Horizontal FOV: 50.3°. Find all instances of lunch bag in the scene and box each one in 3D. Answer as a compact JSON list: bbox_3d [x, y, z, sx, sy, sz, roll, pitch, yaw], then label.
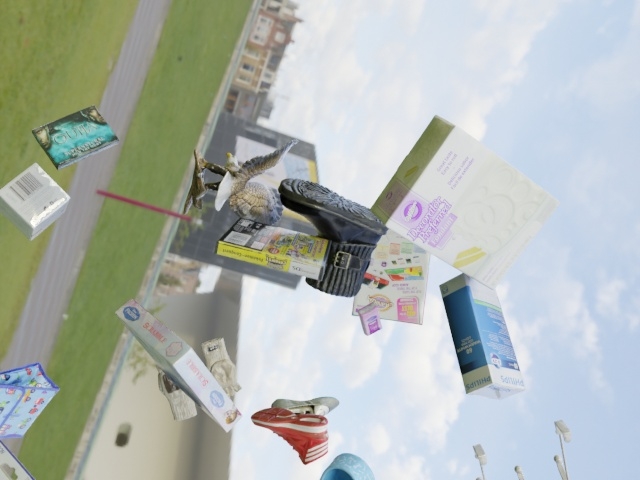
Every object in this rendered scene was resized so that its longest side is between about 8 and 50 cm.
[{"bbox_3d":[-1.020,0.513,2.150,0.221,0.138,0.293,-51,160,7],"label":"lunch bag"}]

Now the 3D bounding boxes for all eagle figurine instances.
[{"bbox_3d":[-0.197,-0.165,1.814,0.226,0.298,0.225,146,-57,-61],"label":"eagle figurine"}]

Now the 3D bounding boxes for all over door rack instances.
[{"bbox_3d":[0.526,0.598,1.764,0.108,0.239,0.324,-107,180,-58],"label":"over door rack"}]

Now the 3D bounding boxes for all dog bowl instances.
[{"bbox_3d":[0.049,0.780,2.038,0.165,0.074,0.297,34,-70,28],"label":"dog bowl"}]

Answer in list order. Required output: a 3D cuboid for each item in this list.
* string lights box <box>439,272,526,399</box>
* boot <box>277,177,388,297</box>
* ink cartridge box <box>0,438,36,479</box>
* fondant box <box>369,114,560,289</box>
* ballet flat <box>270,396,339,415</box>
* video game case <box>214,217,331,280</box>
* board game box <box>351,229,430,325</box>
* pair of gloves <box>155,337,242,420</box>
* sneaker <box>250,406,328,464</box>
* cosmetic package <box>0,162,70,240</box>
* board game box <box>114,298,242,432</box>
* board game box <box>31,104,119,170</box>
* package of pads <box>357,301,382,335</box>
[{"bbox_3d":[0.360,0.214,1.523,0.076,0.133,0.260,-33,-128,36],"label":"string lights box"},{"bbox_3d":[0.001,0.002,1.880,0.260,0.347,0.131,-61,-165,19],"label":"boot"},{"bbox_3d":[-0.732,0.548,1.439,0.223,0.224,0.045,28,-51,35],"label":"ink cartridge box"},{"bbox_3d":[0.302,-0.071,1.417,0.238,0.330,0.096,-55,-152,11],"label":"fondant box"},{"bbox_3d":[-0.041,0.503,2.002,0.068,0.213,0.072,-109,-151,-49],"label":"ballet flat"},{"bbox_3d":[-0.103,0.015,1.629,0.275,0.248,0.035,-72,176,-76],"label":"video game case"},{"bbox_3d":[0.242,0.110,2.287,0.064,0.242,0.317,21,77,-79],"label":"board game box"},{"bbox_3d":[-0.383,0.432,2.133,0.042,0.240,0.204,-157,-135,-76],"label":"pair of gloves"},{"bbox_3d":[-0.079,0.502,1.722,0.221,0.087,0.128,1,-80,34],"label":"sneaker"},{"bbox_3d":[-0.897,-0.117,2.125,0.151,0.151,0.183,-48,-171,-26],"label":"cosmetic package"},{"bbox_3d":[-0.382,0.335,1.838,0.066,0.319,0.318,-43,-136,-20],"label":"board game box"},{"bbox_3d":[-0.656,-0.279,1.831,0.186,0.126,0.026,-34,174,-33],"label":"board game box"},{"bbox_3d":[0.128,0.204,1.766,0.032,0.050,0.083,49,-19,50],"label":"package of pads"}]
